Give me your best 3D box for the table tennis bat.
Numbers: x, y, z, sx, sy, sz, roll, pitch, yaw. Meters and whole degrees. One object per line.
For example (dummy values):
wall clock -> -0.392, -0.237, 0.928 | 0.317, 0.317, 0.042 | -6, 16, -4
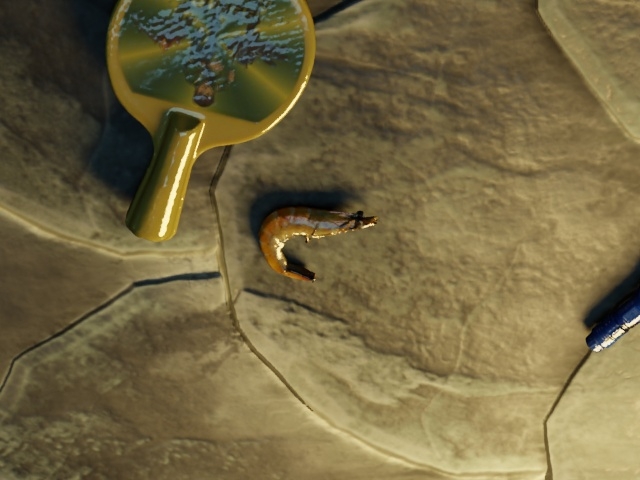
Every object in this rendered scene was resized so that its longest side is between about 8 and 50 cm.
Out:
table tennis bat -> -0.123, -0.140, 1.451 | 0.198, 0.050, 0.321 | 16, 115, -11

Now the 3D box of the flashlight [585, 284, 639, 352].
flashlight -> 0.332, 0.075, 1.582 | 0.057, 0.035, 0.121 | 47, 117, 2

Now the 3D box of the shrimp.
shrimp -> 0.000, 0.000, 1.541 | 0.127, 0.025, 0.091 | -9, 121, 11
